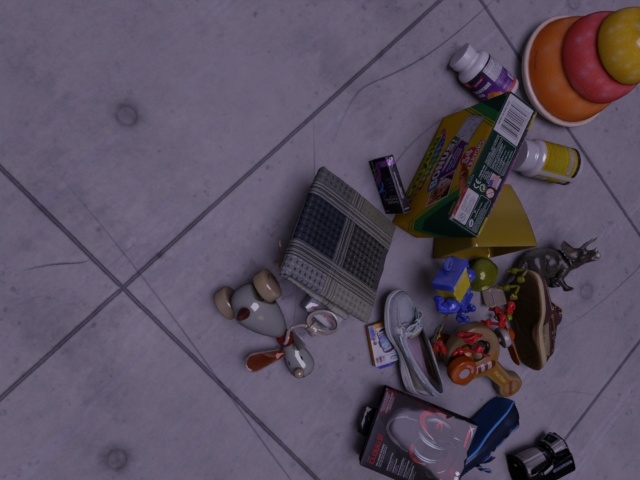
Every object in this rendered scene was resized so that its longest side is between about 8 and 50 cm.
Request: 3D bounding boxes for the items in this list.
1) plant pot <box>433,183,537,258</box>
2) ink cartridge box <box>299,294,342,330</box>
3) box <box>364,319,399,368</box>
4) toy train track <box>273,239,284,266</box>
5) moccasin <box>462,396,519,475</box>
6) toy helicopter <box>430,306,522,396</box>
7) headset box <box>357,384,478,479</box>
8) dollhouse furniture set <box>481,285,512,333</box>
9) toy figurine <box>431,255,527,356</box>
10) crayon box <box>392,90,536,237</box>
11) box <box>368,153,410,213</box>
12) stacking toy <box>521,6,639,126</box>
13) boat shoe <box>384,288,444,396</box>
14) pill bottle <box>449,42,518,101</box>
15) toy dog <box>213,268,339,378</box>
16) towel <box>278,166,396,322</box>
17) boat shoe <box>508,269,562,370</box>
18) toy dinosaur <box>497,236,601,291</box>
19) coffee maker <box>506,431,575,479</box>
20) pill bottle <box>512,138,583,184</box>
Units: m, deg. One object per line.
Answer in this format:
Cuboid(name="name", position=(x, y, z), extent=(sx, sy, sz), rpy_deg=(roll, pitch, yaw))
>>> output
Cuboid(name="plant pot", position=(0.459, -0.056, 1.550), extent=(0.212, 0.212, 0.188), rpy_deg=(-1, 80, -19))
Cuboid(name="ink cartridge box", position=(0.031, 0.154, 1.469), extent=(0.109, 0.063, 0.151), rpy_deg=(41, 78, -16))
Cuboid(name="box", position=(0.179, 0.299, 1.542), extent=(0.081, 0.028, 0.136), rpy_deg=(-13, 93, -20))
Cuboid(name="toy train track", position=(-0.105, 0.041, 1.447), extent=(0.048, 0.014, 0.084), rpy_deg=(-5, 87, -12))
Cuboid(name="moccasin", position=(0.478, 0.614, 1.596), extent=(0.341, 0.137, 0.117), rpy_deg=(-33, 106, -15))
Cuboid(name="toy helicopter", position=(0.504, 0.351, 1.597), extent=(0.235, 0.140, 0.355), rpy_deg=(-45, 121, 5))
Cuboid(name="headset box", position=(0.250, 0.546, 1.482), extent=(0.292, 0.110, 0.218), rpy_deg=(21, 82, 7))
Cuboid(name="dollhouse furniture set", position=(0.539, 0.219, 1.670), extent=(0.076, 0.058, 0.152), rpy_deg=(-7, 74, -12))
Cuboid(name="toy figurine", position=(0.407, 0.113, 1.473), extent=(0.363, 0.191, 0.217), rpy_deg=(-50, 124, -31))
Cuboid(name="crayon box", position=(0.371, -0.188, 1.450), extent=(0.106, 0.313, 0.363), rpy_deg=(30, 81, -17))
Cuboid(name="box", position=(0.190, -0.152, 1.492), extent=(0.029, 0.116, 0.162), rpy_deg=(-23, 98, -16))
Cuboid(name="stacking toy", position=(0.849, -0.531, 1.525), extent=(0.350, 0.480, 0.351), rpy_deg=(0, 91, -19))
Cuboid(name="boat shoe", position=(0.267, 0.288, 1.516), extent=(0.118, 0.103, 0.321), rpy_deg=(-22, 101, -41))
Cuboid(name="pill bottle", position=(0.479, -0.488, 1.592), extent=(0.193, 0.108, 0.108), rpy_deg=(34, 80, -16))
Cuboid(name="toy dog", position=(-0.123, 0.229, 1.349), extent=(0.333, 0.161, 0.220), rpy_deg=(36, 112, -12))
Cuboid(name="towel", position=(0.053, 0.020, 1.395), extent=(0.324, 0.056, 0.313), rpy_deg=(35, 63, -35))
Cuboid(name="boat shoe", position=(0.668, 0.230, 1.648), extent=(0.123, 0.123, 0.342), rpy_deg=(-24, 113, -24))
Cuboid(name="toy dinosaur", position=(0.698, 0.083, 1.687), extent=(0.313, 0.121, 0.161), rpy_deg=(-8, 96, 5))
Cuboid(name="coffee maker", position=(0.692, 0.714, 1.695), extent=(0.178, 0.120, 0.171), rpy_deg=(-19, 120, -17))
Cuboid(name="pill bottle", position=(0.689, -0.246, 1.664), extent=(0.208, 0.119, 0.119), rpy_deg=(9, 88, -20))
